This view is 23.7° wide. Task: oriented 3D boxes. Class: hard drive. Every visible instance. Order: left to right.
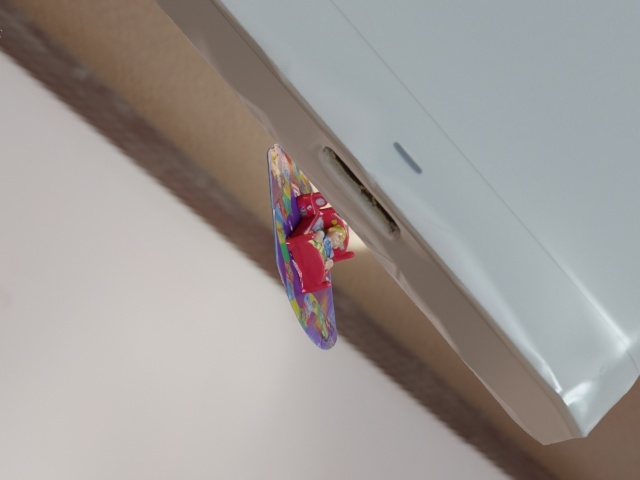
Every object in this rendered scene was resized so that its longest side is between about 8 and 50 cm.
[{"bbox_3d":[0.115,-0.107,0.532,0.203,0.307,0.040,49,157,-3],"label":"hard drive"}]

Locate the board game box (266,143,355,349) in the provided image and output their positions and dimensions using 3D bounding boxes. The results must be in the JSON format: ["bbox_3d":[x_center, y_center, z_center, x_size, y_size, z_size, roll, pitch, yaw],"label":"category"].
[{"bbox_3d":[0.000,0.000,1.208,0.033,0.169,0.133,-15,149,15],"label":"board game box"}]

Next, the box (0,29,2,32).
[{"bbox_3d":[-0.376,-0.095,1.226,0.051,0.220,0.175,43,-155,27],"label":"box"}]
